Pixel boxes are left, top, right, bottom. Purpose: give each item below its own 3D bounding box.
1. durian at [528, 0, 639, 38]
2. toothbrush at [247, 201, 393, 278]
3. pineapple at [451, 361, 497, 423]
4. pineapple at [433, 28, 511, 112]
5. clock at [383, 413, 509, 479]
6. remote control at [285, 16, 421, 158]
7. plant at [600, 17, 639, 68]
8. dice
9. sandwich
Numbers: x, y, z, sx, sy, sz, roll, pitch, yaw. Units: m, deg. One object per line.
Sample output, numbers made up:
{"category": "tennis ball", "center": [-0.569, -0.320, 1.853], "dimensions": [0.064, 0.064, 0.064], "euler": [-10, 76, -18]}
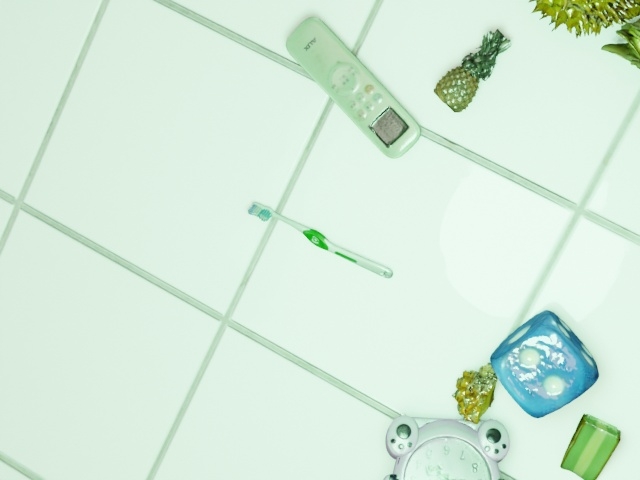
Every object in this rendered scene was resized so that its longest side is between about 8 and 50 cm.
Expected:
{"category": "durian", "center": [0.441, -0.536, 1.663], "dimensions": [0.347, 0.348, 0.384], "euler": [-24, 108, 15]}
{"category": "toothbrush", "center": [0.001, -0.001, 1.955], "dimensions": [0.303, 0.030, 0.030], "euler": [25, 100, 9]}
{"category": "pineapple", "center": [0.291, 0.265, 1.853], "dimensions": [0.077, 0.114, 0.114], "euler": [14, 128, -12]}
{"category": "pineapple", "center": [0.273, -0.305, 1.840], "dimensions": [0.074, 0.074, 0.159], "euler": [43, 100, 8]}
{"category": "clock", "center": [0.225, 0.442, 1.856], "dimensions": [0.227, 0.090, 0.248], "euler": [2, 73, 3]}
{"category": "remote control", "center": [0.061, -0.281, 1.910], "dimensions": [0.090, 0.038, 0.309], "euler": [-43, 84, 14]}
{"category": "plant", "center": [0.641, -0.250, 1.716], "dimensions": [0.261, 0.306, 0.297], "euler": [-32, 129, -6]}
{"category": "dice", "center": [0.392, 0.216, 1.810], "dimensions": [0.143, 0.146, 0.146], "euler": [-38, 85, 16]}
{"category": "sandwich", "center": [0.476, 0.378, 1.837], "dimensions": [0.074, 0.074, 0.116], "euler": [24, 100, 12]}
